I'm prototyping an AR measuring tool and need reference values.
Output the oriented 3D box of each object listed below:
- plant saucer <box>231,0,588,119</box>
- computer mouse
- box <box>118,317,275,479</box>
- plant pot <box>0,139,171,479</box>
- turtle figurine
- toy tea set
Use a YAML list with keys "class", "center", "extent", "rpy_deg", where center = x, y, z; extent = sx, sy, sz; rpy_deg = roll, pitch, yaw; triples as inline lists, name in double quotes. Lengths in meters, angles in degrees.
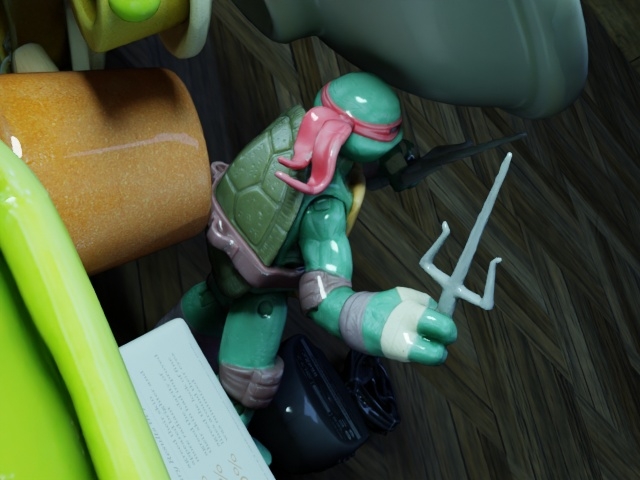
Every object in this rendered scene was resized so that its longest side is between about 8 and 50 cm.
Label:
- class: "plant saucer"
  center: [-0.037, -0.201, 0.871]
  extent: [0.400, 0.100, 0.400]
  rpy_deg: [56, -4, 6]
- class: "computer mouse"
  center: [0.002, 0.089, 1.086]
  extent: [0.071, 0.041, 0.242]
  rpy_deg: [60, 11, 7]
- class: "box"
  center: [-0.080, 0.116, 0.709]
  extent: [0.130, 0.091, 0.170]
  rpy_deg: [60, 17, 2]
- class: "plant pot"
  center: [-0.162, 0.070, 0.338]
  extent: [0.227, 0.207, 0.228]
  rpy_deg: [41, 16, -47]
- class: "turtle figurine"
  center: [0.000, 0.000, 0.887]
  extent: [0.118, 0.234, 0.175]
  rpy_deg: [29, 35, -11]
- class: "toy tea set"
  center: [-0.150, -0.116, 0.877]
  extent: [0.336, 0.124, 0.200]
  rpy_deg: [-127, -151, -52]
